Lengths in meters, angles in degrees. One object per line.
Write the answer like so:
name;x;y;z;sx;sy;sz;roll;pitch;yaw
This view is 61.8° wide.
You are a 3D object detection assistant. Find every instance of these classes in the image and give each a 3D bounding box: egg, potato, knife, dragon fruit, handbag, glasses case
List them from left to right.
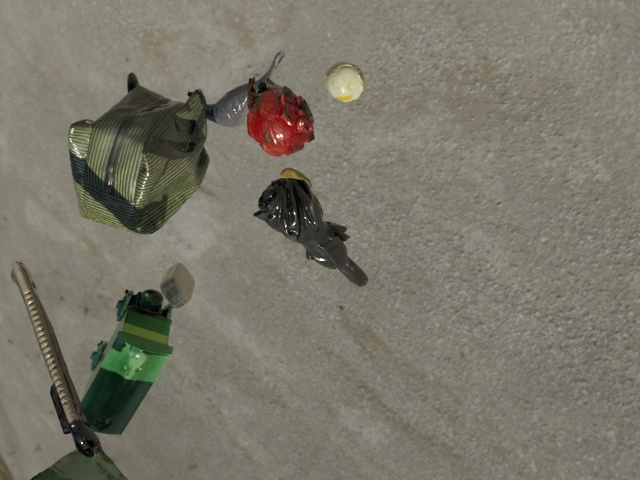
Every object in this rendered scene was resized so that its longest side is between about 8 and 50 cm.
knife;-0.447;0.193;0.887;0.365;0.043;0.089;61;151;14
handbag;-0.394;-0.201;1.195;0.247;0.341;0.240;16;137;7
glasses case;-0.373;0.116;1.405;0.083;0.050;0.196;59;179;-13
dragon fruit;-0.070;-0.213;0.929;0.142;0.121;0.130;-138;50;-63
potato;-0.062;-0.160;1.406;0.092;0.046;0.045;28;112;-8
egg;0.043;-0.300;1.008;0.083;0.071;0.071;-136;36;-54

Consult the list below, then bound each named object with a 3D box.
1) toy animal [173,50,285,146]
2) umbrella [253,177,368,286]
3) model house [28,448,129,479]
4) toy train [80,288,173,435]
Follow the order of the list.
toy animal;-0.190;-0.339;1.380;0.367;0.081;0.206;-12;140;33
umbrella;0.000;0.000;1.082;0.118;0.118;0.340;15;156;47
model house;-0.472;0.586;0.938;0.245;0.312;0.280;37;126;14
toy train;-0.410;0.248;1.124;0.301;0.120;0.202;-55;25;24
